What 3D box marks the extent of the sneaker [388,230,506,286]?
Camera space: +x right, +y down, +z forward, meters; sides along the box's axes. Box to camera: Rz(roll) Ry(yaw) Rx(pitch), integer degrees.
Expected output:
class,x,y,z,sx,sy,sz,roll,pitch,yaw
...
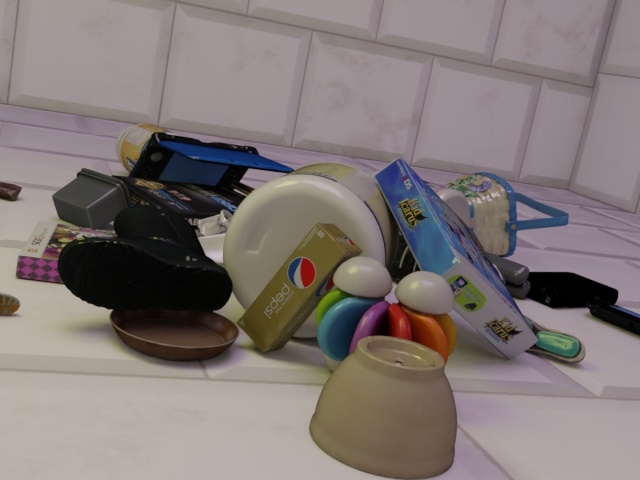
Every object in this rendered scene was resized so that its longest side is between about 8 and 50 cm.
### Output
class,x,y,z,sx,sy,sz,roll,pitch,yaw
sneaker,0.233,0.058,1.632,0.271,0.100,0.108,22,2,29

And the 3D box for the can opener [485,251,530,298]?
class,x,y,z,sx,sy,sz,roll,pitch,yaw
can opener,0.296,0.060,1.756,0.283,0.076,0.095,22,48,40

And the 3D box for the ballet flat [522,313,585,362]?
class,x,y,z,sx,sy,sz,roll,pitch,yaw
ballet flat,0.349,0.161,1.363,0.168,0.057,0.052,23,-11,33

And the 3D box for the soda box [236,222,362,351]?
class,x,y,z,sx,sy,sz,roll,pitch,yaw
soda box,-0.029,0.063,1.111,0.058,0.181,0.061,43,16,19

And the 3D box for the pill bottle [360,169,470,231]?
class,x,y,z,sx,sy,sz,roll,pitch,yaw
pill bottle,0.187,-0.074,1.985,0.169,0.169,0.301,-2,18,-46

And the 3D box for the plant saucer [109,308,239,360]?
class,x,y,z,sx,sy,sz,roll,pitch,yaw
plant saucer,-0.191,0.119,1.091,0.168,0.029,0.168,11,12,-3

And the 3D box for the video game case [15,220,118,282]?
class,x,y,z,sx,sy,sz,roll,pitch,yaw
video game case,-0.350,0.027,1.341,0.232,0.041,0.210,9,14,-12

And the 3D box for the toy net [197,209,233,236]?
class,x,y,z,sx,sy,sz,roll,pitch,yaw
toy net,-0.125,-0.030,1.644,0.232,0.122,0.045,12,-33,-27

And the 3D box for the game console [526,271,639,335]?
class,x,y,z,sx,sy,sz,roll,pitch,yaw
game console,0.579,0.132,1.687,0.213,0.044,0.361,1,16,-38

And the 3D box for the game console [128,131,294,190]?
class,x,y,z,sx,sy,sz,roll,pitch,yaw
game console,-0.256,-0.144,1.938,0.293,0.250,0.173,4,46,-41

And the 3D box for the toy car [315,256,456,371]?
class,x,y,z,sx,sy,sz,roll,pitch,yaw
toy car,0.075,0.117,1.040,0.182,0.159,0.136,14,21,11

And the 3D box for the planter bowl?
class,x,y,z,sx,sy,sz,roll,pitch,yaw
planter bowl,0.076,0.169,0.910,0.162,0.109,0.162,10,12,-2

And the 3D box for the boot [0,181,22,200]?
class,x,y,z,sx,sy,sz,roll,pitch,yaw
boot,-0.662,-0.114,1.718,0.114,0.037,0.106,7,25,-4

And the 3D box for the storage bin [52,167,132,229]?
class,x,y,z,sx,sy,sz,roll,pitch,yaw
storage bin,-0.442,-0.067,1.608,0.135,0.098,0.091,19,42,32

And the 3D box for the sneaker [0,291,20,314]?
class,x,y,z,sx,sy,sz,roll,pitch,yaw
sneaker,-0.428,0.075,1.072,0.083,0.032,0.037,7,13,-23

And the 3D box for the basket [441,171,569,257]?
class,x,y,z,sx,sy,sz,roll,pitch,yaw
basket,0.434,-0.066,2.086,0.289,0.201,0.255,-4,16,-21

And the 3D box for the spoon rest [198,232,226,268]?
class,x,y,z,sx,sy,sz,roll,pitch,yaw
spoon rest,-0.130,0.016,1.489,0.137,0.084,0.276,21,15,41

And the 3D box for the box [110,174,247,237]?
class,x,y,z,sx,sy,sz,roll,pitch,yaw
box,-0.259,-0.064,1.777,0.293,0.073,0.295,1,16,-36

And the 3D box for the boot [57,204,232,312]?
class,x,y,z,sx,sy,sz,roll,pitch,yaw
boot,-0.262,0.016,1.170,0.246,0.094,0.207,11,17,-33

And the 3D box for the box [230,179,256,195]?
class,x,y,z,sx,sy,sz,roll,pitch,yaw
box,-0.089,-0.075,1.932,0.164,0.021,0.201,25,-2,43

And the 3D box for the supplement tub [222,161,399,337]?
class,x,y,z,sx,sy,sz,roll,pitch,yaw
supplement tub,0.000,0.000,1.314,0.235,0.235,0.325,13,12,9

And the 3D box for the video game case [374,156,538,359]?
class,x,y,z,sx,sy,sz,roll,pitch,yaw
video game case,0.210,0.025,1.307,0.244,0.061,0.269,41,19,-38

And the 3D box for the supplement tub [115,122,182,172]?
class,x,y,z,sx,sy,sz,roll,pitch,yaw
supplement tub,-0.434,-0.224,2.172,0.144,0.144,0.200,1,15,-39
